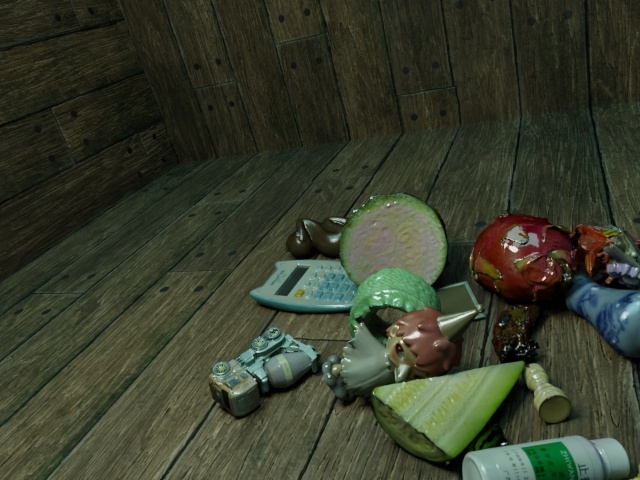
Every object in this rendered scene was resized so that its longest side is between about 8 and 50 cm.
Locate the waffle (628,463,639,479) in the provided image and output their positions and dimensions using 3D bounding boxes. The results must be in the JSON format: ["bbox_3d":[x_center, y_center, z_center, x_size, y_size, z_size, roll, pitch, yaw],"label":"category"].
[{"bbox_3d":[0.566,0.419,0.781,0.291,0.051,0.291,-12,26,6],"label":"waffle"}]

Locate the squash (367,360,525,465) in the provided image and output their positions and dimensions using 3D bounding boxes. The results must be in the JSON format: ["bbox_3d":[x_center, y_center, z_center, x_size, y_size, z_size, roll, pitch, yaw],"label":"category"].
[{"bbox_3d":[0.253,0.304,1.120,0.203,0.111,0.289,36,53,19],"label":"squash"}]

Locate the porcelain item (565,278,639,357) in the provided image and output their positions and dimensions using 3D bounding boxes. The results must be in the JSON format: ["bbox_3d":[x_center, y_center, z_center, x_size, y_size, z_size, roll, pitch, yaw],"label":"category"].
[{"bbox_3d":[0.648,0.162,1.184,0.141,0.141,0.259,-18,16,-6],"label":"porcelain item"}]

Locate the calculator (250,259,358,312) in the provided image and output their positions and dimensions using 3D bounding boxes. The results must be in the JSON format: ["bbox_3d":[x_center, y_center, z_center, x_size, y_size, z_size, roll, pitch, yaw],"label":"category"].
[{"bbox_3d":[-0.006,0.138,1.694,0.386,0.054,0.256,-1,29,26],"label":"calculator"}]

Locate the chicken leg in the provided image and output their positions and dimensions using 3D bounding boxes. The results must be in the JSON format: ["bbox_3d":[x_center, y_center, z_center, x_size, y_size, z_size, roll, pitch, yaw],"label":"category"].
[{"bbox_3d":[0.452,0.211,1.267,0.105,0.063,0.234,4,29,22],"label":"chicken leg"}]

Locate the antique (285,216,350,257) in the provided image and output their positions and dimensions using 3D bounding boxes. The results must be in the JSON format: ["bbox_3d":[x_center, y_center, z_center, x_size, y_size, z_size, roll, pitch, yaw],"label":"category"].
[{"bbox_3d":[0.000,0.000,1.909,0.257,0.121,0.143,-1,37,13],"label":"antique"}]

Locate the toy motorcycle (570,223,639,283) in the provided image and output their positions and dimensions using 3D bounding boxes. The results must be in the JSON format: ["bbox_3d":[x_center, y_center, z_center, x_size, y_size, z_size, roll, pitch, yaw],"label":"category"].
[{"bbox_3d":[0.713,0.023,1.371,0.171,0.089,0.298,0,18,14],"label":"toy motorcycle"}]

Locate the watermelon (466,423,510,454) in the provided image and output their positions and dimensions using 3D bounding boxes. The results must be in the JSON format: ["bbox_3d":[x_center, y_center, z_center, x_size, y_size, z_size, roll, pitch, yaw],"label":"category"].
[{"bbox_3d":[0.323,0.384,0.990,0.094,0.125,0.135,33,26,20],"label":"watermelon"}]

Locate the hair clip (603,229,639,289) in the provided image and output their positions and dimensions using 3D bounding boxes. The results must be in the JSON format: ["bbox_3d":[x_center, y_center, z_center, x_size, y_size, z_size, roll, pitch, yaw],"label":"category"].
[{"bbox_3d":[0.711,0.086,1.185,0.084,0.292,0.106,-54,12,-10],"label":"hair clip"}]

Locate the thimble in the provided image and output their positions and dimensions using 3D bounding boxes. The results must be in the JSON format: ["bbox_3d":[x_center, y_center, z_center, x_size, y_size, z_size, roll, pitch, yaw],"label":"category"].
[{"bbox_3d":[0.181,0.185,1.314,0.219,0.219,0.150,-7,28,17],"label":"thimble"}]

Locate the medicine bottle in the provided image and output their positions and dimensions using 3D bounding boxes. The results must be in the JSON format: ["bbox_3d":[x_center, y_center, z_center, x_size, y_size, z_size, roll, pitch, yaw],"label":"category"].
[{"bbox_3d":[0.368,0.373,0.895,0.260,0.095,0.095,-6,23,-12],"label":"medicine bottle"}]

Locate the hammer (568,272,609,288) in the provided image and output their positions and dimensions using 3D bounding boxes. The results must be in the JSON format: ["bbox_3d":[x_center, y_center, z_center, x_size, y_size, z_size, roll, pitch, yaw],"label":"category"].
[{"bbox_3d":[0.832,0.042,1.425,0.427,0.044,0.152,-22,25,-13],"label":"hammer"}]

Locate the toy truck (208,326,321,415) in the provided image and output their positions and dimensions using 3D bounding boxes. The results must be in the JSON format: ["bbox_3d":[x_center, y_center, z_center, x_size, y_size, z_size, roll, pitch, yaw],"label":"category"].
[{"bbox_3d":[-0.132,0.319,1.334,0.257,0.108,0.140,-29,42,-33],"label":"toy truck"}]

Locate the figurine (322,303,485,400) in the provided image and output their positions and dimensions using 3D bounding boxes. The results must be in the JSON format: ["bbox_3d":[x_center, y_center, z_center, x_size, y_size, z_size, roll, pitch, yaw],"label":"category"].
[{"bbox_3d":[0.183,0.239,1.148,0.387,0.207,0.166,-27,15,32],"label":"figurine"}]

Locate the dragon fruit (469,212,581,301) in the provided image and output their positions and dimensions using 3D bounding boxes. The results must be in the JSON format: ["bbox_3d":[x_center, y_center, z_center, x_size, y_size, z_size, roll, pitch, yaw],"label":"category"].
[{"bbox_3d":[0.509,0.043,1.394,0.250,0.250,0.315,-11,2,9],"label":"dragon fruit"}]

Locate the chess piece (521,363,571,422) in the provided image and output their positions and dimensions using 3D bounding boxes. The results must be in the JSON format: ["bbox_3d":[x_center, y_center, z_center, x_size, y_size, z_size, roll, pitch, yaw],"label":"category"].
[{"bbox_3d":[0.444,0.297,1.092,0.066,0.066,0.122,-13,22,6],"label":"chess piece"}]

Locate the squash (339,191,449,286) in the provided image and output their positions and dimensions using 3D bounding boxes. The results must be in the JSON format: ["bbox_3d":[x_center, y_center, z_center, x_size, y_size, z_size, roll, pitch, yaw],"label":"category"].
[{"bbox_3d":[0.210,-0.008,1.646,0.310,0.310,0.309,-13,10,5],"label":"squash"}]

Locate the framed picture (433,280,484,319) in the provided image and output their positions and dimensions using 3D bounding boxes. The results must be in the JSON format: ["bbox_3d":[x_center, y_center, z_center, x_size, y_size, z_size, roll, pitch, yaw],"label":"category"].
[{"bbox_3d":[0.345,0.172,1.470,0.142,0.011,0.183,-13,25,5],"label":"framed picture"}]
